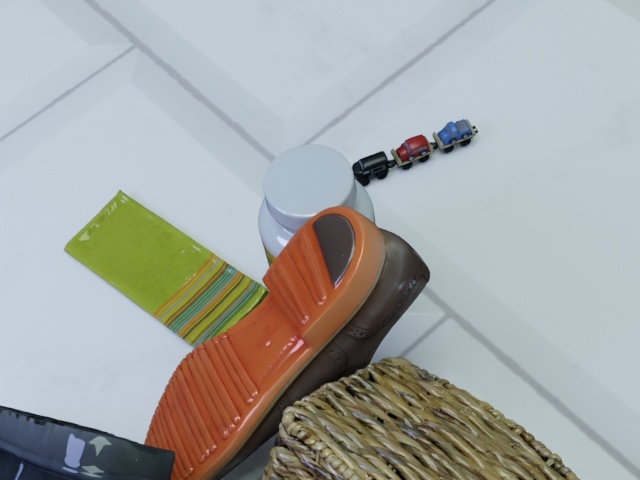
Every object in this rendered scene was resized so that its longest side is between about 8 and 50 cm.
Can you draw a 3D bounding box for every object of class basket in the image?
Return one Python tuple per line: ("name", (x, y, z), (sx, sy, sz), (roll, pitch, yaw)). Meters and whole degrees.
("basket", (0.097, 0.282, 1.050), (0.299, 0.223, 0.213), (37, 36, 27))

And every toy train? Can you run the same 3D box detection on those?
("toy train", (0.108, -0.105, 1.335), (0.158, 0.036, 0.027), (-22, 57, -7))

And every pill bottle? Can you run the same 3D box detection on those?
("pill bottle", (0.000, 0.000, 1.178), (0.117, 0.208, 0.117), (-4, 57, 5))

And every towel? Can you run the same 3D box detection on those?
("towel", (-0.175, 0.033, 1.294), (0.237, 0.021, 0.102), (33, 66, 26))

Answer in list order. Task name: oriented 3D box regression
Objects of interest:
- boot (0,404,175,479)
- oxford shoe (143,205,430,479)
("boot", (-0.298, 0.372, 1.003), (0.146, 0.367, 0.445), (20, 78, -27))
("oxford shoe", (-0.035, 0.135, 1.103), (0.364, 0.132, 0.130), (-47, 44, 19))
